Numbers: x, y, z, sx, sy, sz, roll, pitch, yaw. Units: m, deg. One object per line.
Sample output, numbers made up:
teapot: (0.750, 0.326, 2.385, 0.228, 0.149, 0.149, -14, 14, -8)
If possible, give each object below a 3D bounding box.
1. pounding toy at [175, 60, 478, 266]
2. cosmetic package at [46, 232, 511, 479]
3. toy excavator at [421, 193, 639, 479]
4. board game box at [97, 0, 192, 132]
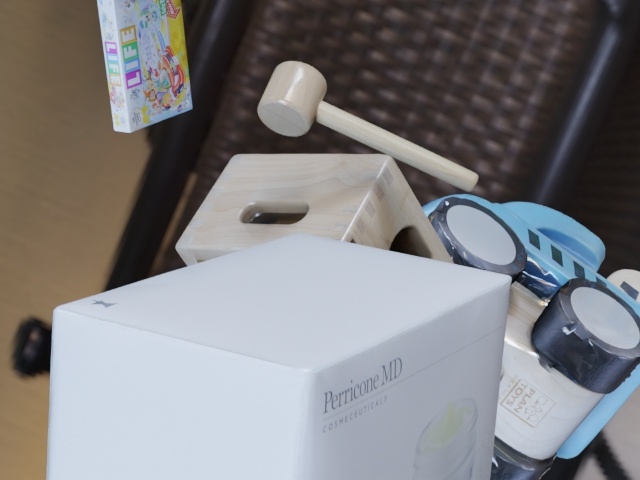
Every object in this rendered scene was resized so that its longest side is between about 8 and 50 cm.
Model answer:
pounding toy: (0.005, -0.004, 1.022, 0.206, 0.181, 0.094, 57, -131, -37)
cosmetic package: (-0.017, 0.129, 0.822, 0.224, 0.138, 0.225, -19, -65, -60)
toy excavator: (0.281, 0.083, 1.799, 0.222, 0.433, 0.445, -57, -4, 32)
board game box: (-0.192, -0.206, 1.862, 0.103, 0.026, 0.154, -27, -61, -46)
